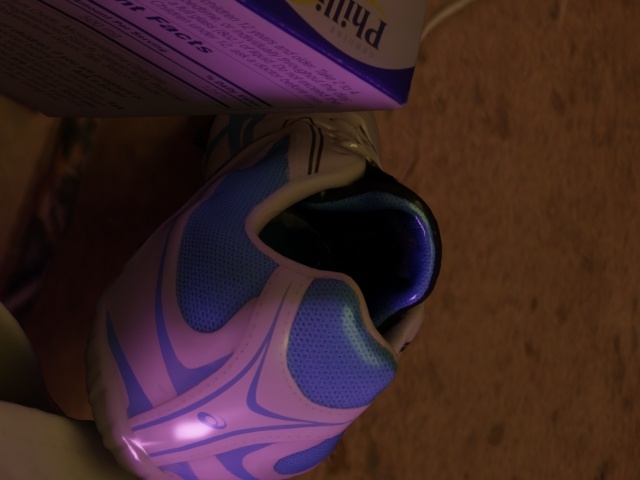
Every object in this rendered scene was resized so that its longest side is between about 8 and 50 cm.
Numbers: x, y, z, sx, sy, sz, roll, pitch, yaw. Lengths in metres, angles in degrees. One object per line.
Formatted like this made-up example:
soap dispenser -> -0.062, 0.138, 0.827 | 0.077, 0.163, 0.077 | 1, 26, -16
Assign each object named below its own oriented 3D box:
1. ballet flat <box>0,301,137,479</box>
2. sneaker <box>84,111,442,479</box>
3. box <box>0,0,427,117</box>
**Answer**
ballet flat -> -0.154, 0.027, 0.321 | 0.400, 0.139, 0.139 | 41, 61, -51
sneaker -> 0.000, 0.000, 0.482 | 0.237, 0.086, 0.085 | -69, 141, -66
box -> -0.060, -0.085, 0.403 | 0.126, 0.137, 0.072 | 25, 72, -50
